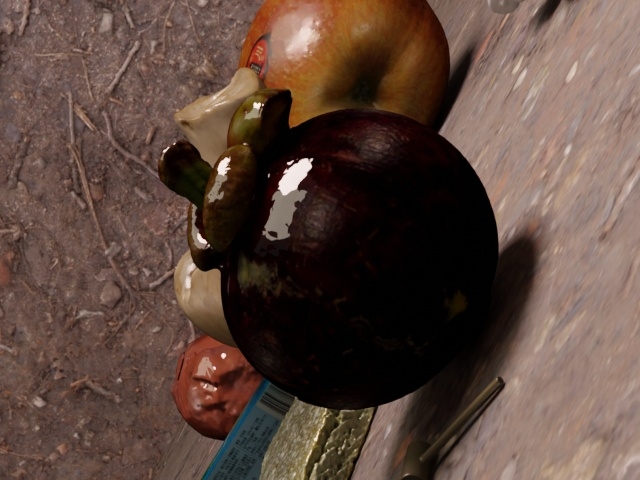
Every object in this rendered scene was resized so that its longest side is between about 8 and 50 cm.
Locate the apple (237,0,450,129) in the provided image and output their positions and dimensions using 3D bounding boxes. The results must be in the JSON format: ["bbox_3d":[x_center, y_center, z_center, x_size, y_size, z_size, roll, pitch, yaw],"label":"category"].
[{"bbox_3d":[0.030,-0.198,1.771,0.250,0.277,0.309,-95,6,-57],"label":"apple"}]

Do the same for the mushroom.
[{"bbox_3d":[-0.060,-0.034,1.519,0.292,0.290,0.292,-34,12,8],"label":"mushroom"}]

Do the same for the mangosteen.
[{"bbox_3d":[0.000,0.000,1.011,0.228,0.265,0.228,-62,7,13],"label":"mangosteen"}]

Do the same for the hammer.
[{"bbox_3d":[0.089,0.125,0.906,0.110,0.019,0.035,-51,11,36],"label":"hammer"}]

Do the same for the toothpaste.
[{"bbox_3d":[-0.077,0.236,1.610,0.267,0.065,0.050,-59,6,28],"label":"toothpaste"}]

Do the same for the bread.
[{"bbox_3d":[-0.005,0.183,1.281,0.207,0.056,0.287,-53,9,49],"label":"bread"}]

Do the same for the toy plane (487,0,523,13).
[{"bbox_3d":[0.216,-0.354,1.370,0.267,0.122,0.267,-168,90,-71],"label":"toy plane"}]

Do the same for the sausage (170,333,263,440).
[{"bbox_3d":[-0.122,0.190,1.812,0.152,0.152,0.279,-62,6,-8],"label":"sausage"}]
